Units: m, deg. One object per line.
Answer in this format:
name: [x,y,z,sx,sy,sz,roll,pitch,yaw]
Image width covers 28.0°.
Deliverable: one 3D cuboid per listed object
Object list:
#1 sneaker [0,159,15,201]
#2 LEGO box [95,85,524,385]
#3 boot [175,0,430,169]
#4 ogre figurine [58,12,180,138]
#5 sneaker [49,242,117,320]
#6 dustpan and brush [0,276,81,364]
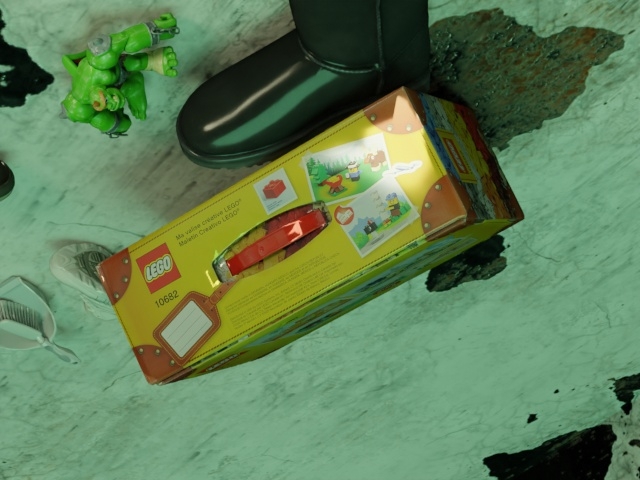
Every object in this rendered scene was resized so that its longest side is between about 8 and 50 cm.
sneaker: [-0.496,-0.113,1.678,0.222,0.083,0.118,9,138,-31]
LEGO box: [0.000,0.000,1.822,0.500,0.193,0.372,-29,171,18]
boot: [-0.028,-0.298,1.536,0.367,0.146,0.445,-24,153,-11]
ogre figurine: [-0.264,-0.206,1.640,0.118,0.097,0.197,-10,166,-41]
sneaker: [-0.347,0.081,2.017,0.115,0.090,0.232,-31,142,27]
dustpan and brush: [-0.467,0.148,2.084,0.147,0.060,0.211,-31,143,21]
